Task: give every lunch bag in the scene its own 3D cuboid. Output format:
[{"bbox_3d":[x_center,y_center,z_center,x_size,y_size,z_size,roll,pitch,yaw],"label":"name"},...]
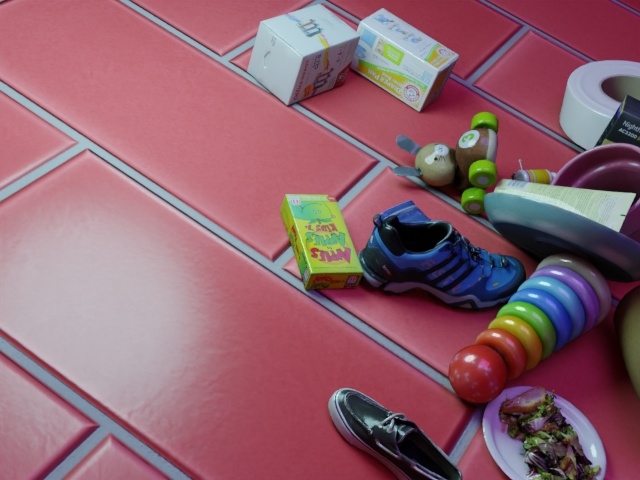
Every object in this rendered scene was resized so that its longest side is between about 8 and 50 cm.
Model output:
[{"bbox_3d":[0.136,-0.024,1.580,0.098,0.067,0.065,-22,57,-35],"label":"lunch bag"}]

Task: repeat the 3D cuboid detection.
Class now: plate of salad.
[{"bbox_3d":[0.340,0.296,1.352,0.200,0.048,0.199,12,43,-11],"label":"plate of salad"}]

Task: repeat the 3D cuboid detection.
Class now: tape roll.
[{"bbox_3d":[0.679,-0.288,1.992,0.286,0.100,0.286,2,39,-2],"label":"tape roll"}]

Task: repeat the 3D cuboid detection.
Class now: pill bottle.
[{"bbox_3d":[0.421,-0.116,1.756,0.083,0.043,0.043,-3,48,-23],"label":"pill bottle"}]

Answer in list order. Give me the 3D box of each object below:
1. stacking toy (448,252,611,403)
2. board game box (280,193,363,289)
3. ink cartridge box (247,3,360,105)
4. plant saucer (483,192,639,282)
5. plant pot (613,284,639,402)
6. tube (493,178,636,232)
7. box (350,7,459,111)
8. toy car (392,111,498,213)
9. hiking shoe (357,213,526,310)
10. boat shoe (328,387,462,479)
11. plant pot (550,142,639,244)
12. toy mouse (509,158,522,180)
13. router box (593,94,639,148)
[{"bbox_3d":[0.326,0.150,1.441,0.141,0.141,0.330,41,50,20],"label":"stacking toy"},{"bbox_3d":[0.000,0.000,1.519,0.092,0.043,0.181,0,47,-22],"label":"board game box"},{"bbox_3d":[-0.035,-0.376,1.824,0.176,0.128,0.127,-28,62,-39],"label":"ink cartridge box"},{"bbox_3d":[0.422,0.003,1.554,0.318,0.317,0.043,24,85,2],"label":"plant saucer"},{"bbox_3d":[0.588,0.183,1.458,0.237,0.237,0.254,3,32,-19],"label":"plant pot"},{"bbox_3d":[0.423,-0.062,1.592,0.240,0.070,0.062,12,14,38],"label":"tube"},{"bbox_3d":[0.173,-0.385,1.924,0.203,0.114,0.103,35,43,13],"label":"box"},{"bbox_3d":[0.234,-0.155,1.711,0.188,0.149,0.155,8,52,2],"label":"toy car"},{"bbox_3d":[0.217,0.035,1.505,0.304,0.132,0.113,5,45,-17],"label":"hiking shoe"},{"bbox_3d":[0.107,0.274,1.264,0.219,0.070,0.078,38,45,18],"label":"boat shoe"},{"bbox_3d":[0.545,-0.048,1.661,0.180,0.201,0.201,47,29,-35],"label":"plant pot"},{"bbox_3d":[0.430,-0.078,1.778,0.143,0.031,0.161,28,43,8],"label":"toy mouse"},{"bbox_3d":[0.664,-0.103,1.739,0.309,0.243,0.081,27,39,6],"label":"router box"}]
